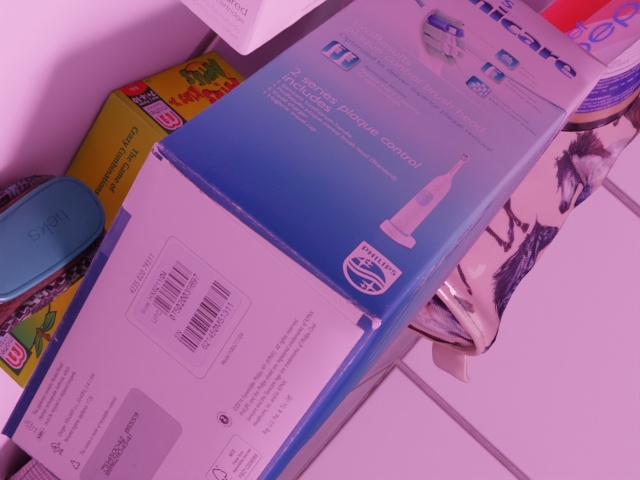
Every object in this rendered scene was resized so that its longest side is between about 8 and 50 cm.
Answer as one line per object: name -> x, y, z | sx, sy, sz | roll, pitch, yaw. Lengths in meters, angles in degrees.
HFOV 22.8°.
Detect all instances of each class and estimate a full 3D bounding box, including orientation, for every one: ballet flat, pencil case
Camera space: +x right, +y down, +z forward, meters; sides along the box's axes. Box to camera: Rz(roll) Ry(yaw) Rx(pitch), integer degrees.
ballet flat -> -0.168, 0.031, 0.688 | 0.188, 0.070, 0.070 | -31, 162, -48
pencil case -> 0.181, -0.086, 1.332 | 0.410, 0.160, 0.183 | -48, 140, -22

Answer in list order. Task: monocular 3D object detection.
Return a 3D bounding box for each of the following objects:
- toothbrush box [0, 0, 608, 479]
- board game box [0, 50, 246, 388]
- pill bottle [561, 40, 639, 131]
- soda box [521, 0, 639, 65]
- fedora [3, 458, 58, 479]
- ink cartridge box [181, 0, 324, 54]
toothbrush box -> 0.000, 0.000, 0.821 | 0.295, 0.126, 0.216 | -43, 169, -49
board game box -> -0.106, -0.010, 0.832 | 0.181, 0.043, 0.092 | -54, 168, 33
pill bottle -> 0.182, -0.185, 1.095 | 0.123, 0.123, 0.219 | -43, 156, -26
soda box -> 0.130, -0.145, 0.957 | 0.083, 0.092, 0.263 | 20, 130, -43
fedora -> -0.145, 0.173, 1.143 | 0.243, 0.124, 0.275 | -48, 179, 14
ink cartridge box -> -0.013, -0.153, 0.531 | 0.090, 0.092, 0.143 | -40, 166, -34
